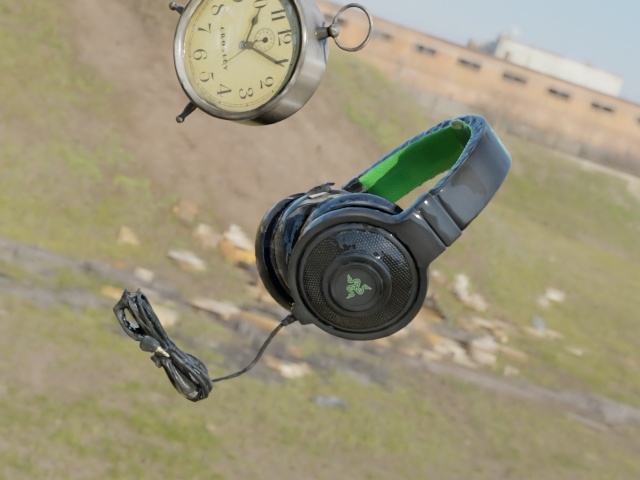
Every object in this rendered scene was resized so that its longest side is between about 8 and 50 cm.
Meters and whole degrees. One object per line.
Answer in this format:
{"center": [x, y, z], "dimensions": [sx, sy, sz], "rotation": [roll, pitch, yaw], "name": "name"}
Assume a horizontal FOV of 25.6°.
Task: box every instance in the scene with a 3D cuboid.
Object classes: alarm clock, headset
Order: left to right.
{"center": [-0.040, -0.164, 1.186], "dimensions": [0.192, 0.129, 0.064], "rotation": [-7, -7, 30], "name": "alarm clock"}
{"center": [0.000, 0.000, 1.352], "dimensions": [0.185, 0.394, 0.243], "rotation": [50, -8, -14], "name": "headset"}
